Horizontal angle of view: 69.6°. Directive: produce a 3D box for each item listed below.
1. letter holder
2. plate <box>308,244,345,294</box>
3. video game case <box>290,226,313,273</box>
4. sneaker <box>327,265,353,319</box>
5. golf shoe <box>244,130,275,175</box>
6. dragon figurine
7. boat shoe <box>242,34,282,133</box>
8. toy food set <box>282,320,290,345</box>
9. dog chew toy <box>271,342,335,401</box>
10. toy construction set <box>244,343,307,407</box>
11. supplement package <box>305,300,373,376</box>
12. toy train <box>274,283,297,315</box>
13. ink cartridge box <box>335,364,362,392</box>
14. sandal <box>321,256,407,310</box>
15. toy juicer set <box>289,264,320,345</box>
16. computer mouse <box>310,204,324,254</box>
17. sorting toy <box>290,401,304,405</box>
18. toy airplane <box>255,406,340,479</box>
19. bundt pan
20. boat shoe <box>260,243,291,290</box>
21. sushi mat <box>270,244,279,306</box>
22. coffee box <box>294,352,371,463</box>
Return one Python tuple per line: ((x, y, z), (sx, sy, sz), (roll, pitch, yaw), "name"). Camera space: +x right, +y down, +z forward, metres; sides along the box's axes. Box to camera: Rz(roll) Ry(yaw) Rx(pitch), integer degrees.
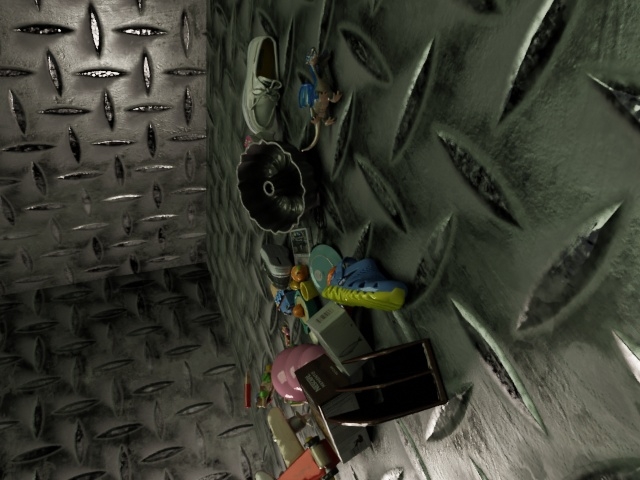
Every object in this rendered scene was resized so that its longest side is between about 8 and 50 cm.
((0.129, 0.362, 1.158), (0.302, 0.214, 0.152), (134, 123, -64), "letter holder")
((0.015, 0.107, 1.519), (0.188, 0.024, 0.188), (19, 116, 45), "plate")
((-0.067, 0.040, 1.771), (0.190, 0.022, 0.173), (175, 86, -69), "video game case")
((0.071, 0.190, 1.420), (0.087, 0.083, 0.221), (19, 122, 51), "sneaker")
((-0.162, -0.289, 1.770), (0.306, 0.140, 0.115), (59, 153, -5), "golf shoe")
((-0.012, -0.417, 1.369), (0.289, 0.085, 0.144), (105, 148, -44), "dragon figurine")
((-0.205, -0.585, 1.743), (0.156, 0.135, 0.367), (25, 112, 60), "boat shoe")
((-0.161, 0.442, 2.159), (0.078, 0.019, 0.122), (-167, 69, -66), "toy food set")
((-0.051, 0.469, 1.680), (0.332, 0.206, 0.207), (-46, 56, 54), "dog chew toy")
((-0.177, 0.553, 1.897), (0.257, 0.308, 0.237), (-19, 68, 41), "toy construction set")
((0.058, 0.288, 1.358), (0.179, 0.105, 0.105), (56, 165, -21), "supplement package")
((-0.140, 0.254, 1.960), (0.105, 0.080, 0.184), (65, 153, 22), "toy train")
((0.094, 0.395, 1.516), (0.145, 0.045, 0.180), (165, 114, -68), "ink cartridge box")
((0.115, 0.109, 1.233), (0.317, 0.126, 0.138), (-1, 67, 59), "sandal")
((-0.078, 0.240, 1.758), (0.209, 0.089, 0.329), (51, 149, 45), "toy juicer set")
((0.000, 0.000, 1.581), (0.071, 0.041, 0.242), (16, 106, 57), "computer mouse")
((-0.125, 0.643, 2.121), (0.307, 0.041, 0.229), (132, 125, -63), "sorting toy")
((-0.040, 0.832, 1.675), (0.384, 0.272, 0.386), (2, 88, 32), "toy airplane")
((-0.139, -0.195, 1.604), (0.330, 0.124, 0.331), (17, 119, 35), "bundt pan")
((-0.188, 0.104, 1.881), (0.335, 0.121, 0.119), (-116, 33, -71), "boat shoe")
((-0.190, 0.177, 2.124), (0.317, 0.019, 0.151), (105, 147, -46), "sushi mat")
((0.041, 0.526, 1.444), (0.168, 0.118, 0.297), (38, 151, 54), "coffee box")
